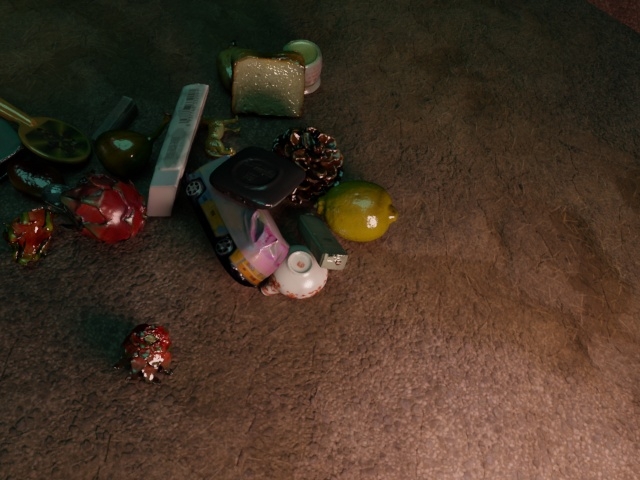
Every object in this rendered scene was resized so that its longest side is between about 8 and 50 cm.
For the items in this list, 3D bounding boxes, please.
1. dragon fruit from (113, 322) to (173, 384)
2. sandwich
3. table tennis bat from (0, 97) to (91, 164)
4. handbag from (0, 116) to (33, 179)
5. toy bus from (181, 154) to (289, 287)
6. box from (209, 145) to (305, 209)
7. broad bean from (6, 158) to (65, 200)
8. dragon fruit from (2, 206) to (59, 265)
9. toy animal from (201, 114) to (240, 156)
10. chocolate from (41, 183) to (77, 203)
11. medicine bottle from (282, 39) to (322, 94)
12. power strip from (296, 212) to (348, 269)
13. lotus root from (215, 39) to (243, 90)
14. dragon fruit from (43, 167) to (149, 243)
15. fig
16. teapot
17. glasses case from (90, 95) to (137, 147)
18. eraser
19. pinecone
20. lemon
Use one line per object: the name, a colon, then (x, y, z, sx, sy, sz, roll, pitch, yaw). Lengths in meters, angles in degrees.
dragon fruit: (-0.428, 0.277, 1.241, 0.130, 0.121, 0.141, 22, 84, 14)
sandwich: (-0.180, -0.529, 1.685, 0.251, 0.226, 0.087, -2, 46, -10)
table tennis bat: (-0.861, -0.336, 1.529, 0.321, 0.050, 0.198, 33, 32, -10)
handbag: (-1.050, -0.272, 1.514, 0.274, 0.100, 0.269, 39, 67, 17)
toy bus: (-0.228, -0.063, 1.382, 0.162, 0.171, 0.386, -36, 59, 5)
box: (-0.168, -0.176, 1.345, 0.213, 0.042, 0.201, 29, 55, 17)
broad bean: (-0.842, -0.179, 1.484, 0.165, 0.084, 0.114, 15, 77, -4)
dragon fruit: (-0.800, -0.014, 1.383, 0.142, 0.138, 0.174, -8, 80, 15)
toy animal: (-0.341, -0.333, 1.646, 0.136, 0.073, 0.181, 4, 71, 5)
chocolate: (-0.719, -0.127, 1.456, 0.167, 0.072, 0.072, 6, 57, -27)
medicine bottle: (-0.067, -0.619, 1.792, 0.148, 0.143, 0.147, 1, 63, -1)
power strip: (-0.001, 0.000, 1.416, 0.078, 0.052, 0.272, 7, 24, -24)
lotus root: (-0.309, -0.623, 1.783, 0.125, 0.118, 0.220, -9, 61, -11)
dragon fruit: (-0.606, -0.089, 1.380, 0.274, 0.192, 0.193, 11, 13, -36)
fig: (-0.551, -0.297, 1.526, 0.259, 0.151, 0.151, -29, 65, -3)
teapot: (-0.048, 0.083, 1.411, 0.246, 0.116, 0.159, -11, 50, -19)
glasses case: (-0.667, -0.374, 1.626, 0.047, 0.070, 0.204, 20, 59, 2)
eraser: (-0.437, -0.277, 1.524, 0.082, 0.213, 0.396, 16, 57, -15)
pinecone: (-0.051, -0.238, 1.511, 0.244, 0.257, 0.243, -3, 69, 7)
lemon: (0.106, -0.088, 1.479, 0.249, 0.184, 0.184, 9, 59, 10)
